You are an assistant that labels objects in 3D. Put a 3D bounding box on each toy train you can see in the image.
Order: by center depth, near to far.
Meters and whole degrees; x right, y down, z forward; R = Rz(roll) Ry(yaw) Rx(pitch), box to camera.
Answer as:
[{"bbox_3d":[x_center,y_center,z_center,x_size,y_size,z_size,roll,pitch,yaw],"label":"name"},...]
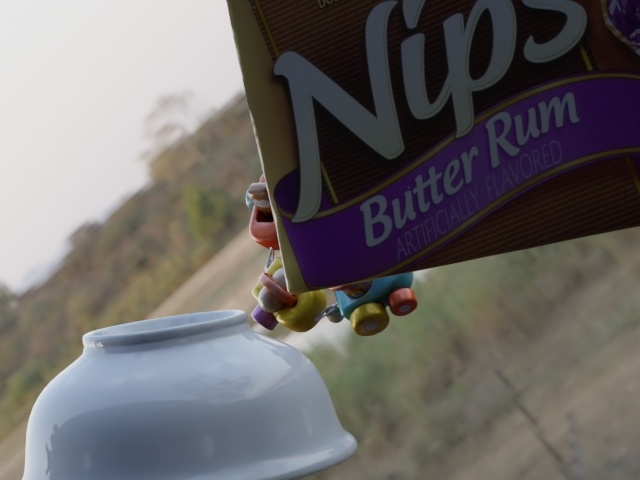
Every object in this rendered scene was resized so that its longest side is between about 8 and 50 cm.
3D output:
[{"bbox_3d":[0.000,0.000,1.303,0.166,0.046,0.125,7,74,40],"label":"toy train"}]

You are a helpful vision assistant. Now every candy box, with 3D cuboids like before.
[{"bbox_3d":[0.071,-0.056,0.553,0.186,0.109,0.053,-11,4,17],"label":"candy box"}]

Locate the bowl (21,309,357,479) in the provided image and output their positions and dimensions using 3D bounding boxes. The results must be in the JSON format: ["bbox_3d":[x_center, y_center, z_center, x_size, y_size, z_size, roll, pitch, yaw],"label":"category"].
[{"bbox_3d":[-0.123,0.135,1.668,0.297,0.134,0.298,-9,2,0],"label":"bowl"}]
